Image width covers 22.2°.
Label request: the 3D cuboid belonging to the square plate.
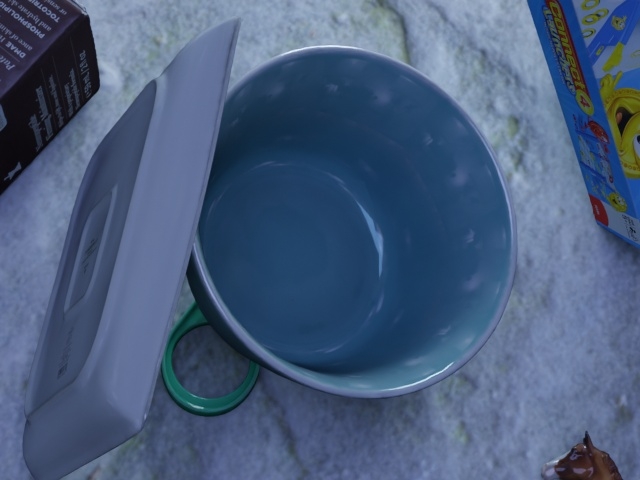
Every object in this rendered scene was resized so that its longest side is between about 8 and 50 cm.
[{"bbox_3d":[-0.173,0.017,1.365,0.049,0.347,0.344,18,69,-17],"label":"square plate"}]

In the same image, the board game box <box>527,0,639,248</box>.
[{"bbox_3d":[0.361,-0.195,1.505,0.308,0.302,0.086,-31,30,-12],"label":"board game box"}]

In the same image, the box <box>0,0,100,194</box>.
[{"bbox_3d":[-0.334,-0.153,1.510,0.167,0.168,0.203,37,73,9],"label":"box"}]

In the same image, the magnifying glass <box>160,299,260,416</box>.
[{"bbox_3d":[-0.089,0.051,1.524,0.092,0.026,0.231,11,69,1],"label":"magnifying glass"}]

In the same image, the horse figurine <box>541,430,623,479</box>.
[{"bbox_3d":[0.242,0.294,1.394,0.174,0.066,0.263,-29,39,-15],"label":"horse figurine"}]

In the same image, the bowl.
[{"bbox_3d":[0.000,0.000,1.447,0.311,0.163,0.312,7,72,-24],"label":"bowl"}]
